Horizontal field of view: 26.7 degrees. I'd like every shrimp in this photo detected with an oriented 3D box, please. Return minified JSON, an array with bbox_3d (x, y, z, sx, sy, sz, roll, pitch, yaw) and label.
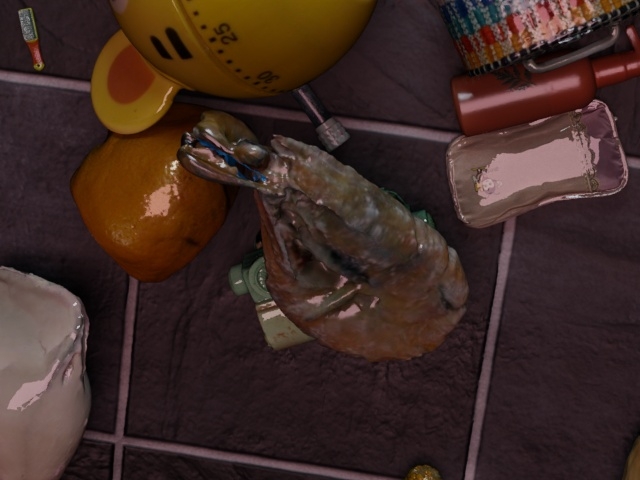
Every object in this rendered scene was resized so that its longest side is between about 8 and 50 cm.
[{"bbox_3d":[0.000,0.000,1.652,0.221,0.110,0.445,-37,118,21],"label":"shrimp"}]

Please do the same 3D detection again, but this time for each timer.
[{"bbox_3d":[-0.129,-0.327,1.599,0.387,0.376,0.376,-9,104,30],"label":"timer"}]

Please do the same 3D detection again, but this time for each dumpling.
[{"bbox_3d":[-0.440,0.208,1.857,0.260,0.181,0.341,29,137,20],"label":"dumpling"}]

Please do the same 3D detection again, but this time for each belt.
[{"bbox_3d":[0.292,-0.297,1.624,0.295,0.207,0.160,-23,97,-4],"label":"belt"}]

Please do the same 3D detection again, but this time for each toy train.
[{"bbox_3d":[0.027,0.049,1.795,0.285,0.116,0.177,-18,114,9],"label":"toy train"}]

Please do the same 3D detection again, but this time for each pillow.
[{"bbox_3d":[0.279,-0.100,1.758,0.232,0.038,0.131,-14,97,10],"label":"pillow"}]

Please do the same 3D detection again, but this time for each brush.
[{"bbox_3d":[-0.384,-0.266,1.795,0.018,0.021,0.083,-9,104,6],"label":"brush"}]

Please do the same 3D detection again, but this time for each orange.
[{"bbox_3d":[-0.205,-0.079,1.711,0.183,0.249,0.249,41,105,-16],"label":"orange"}]

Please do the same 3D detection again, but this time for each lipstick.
[{"bbox_3d":[-0.008,-0.172,1.773,0.037,0.037,0.116,-34,95,13],"label":"lipstick"}]

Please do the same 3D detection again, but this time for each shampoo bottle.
[{"bbox_3d":[0.288,-0.199,1.711,0.244,0.085,0.085,-16,102,9],"label":"shampoo bottle"}]

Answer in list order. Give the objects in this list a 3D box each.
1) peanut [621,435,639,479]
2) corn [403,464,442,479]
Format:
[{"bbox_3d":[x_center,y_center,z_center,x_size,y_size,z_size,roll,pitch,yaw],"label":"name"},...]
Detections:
[{"bbox_3d":[0.515,0.345,1.811,0.233,0.110,0.197,32,95,-2],"label":"peanut"},{"bbox_3d":[0.121,0.410,1.891,0.068,0.068,0.207,17,104,2],"label":"corn"}]
